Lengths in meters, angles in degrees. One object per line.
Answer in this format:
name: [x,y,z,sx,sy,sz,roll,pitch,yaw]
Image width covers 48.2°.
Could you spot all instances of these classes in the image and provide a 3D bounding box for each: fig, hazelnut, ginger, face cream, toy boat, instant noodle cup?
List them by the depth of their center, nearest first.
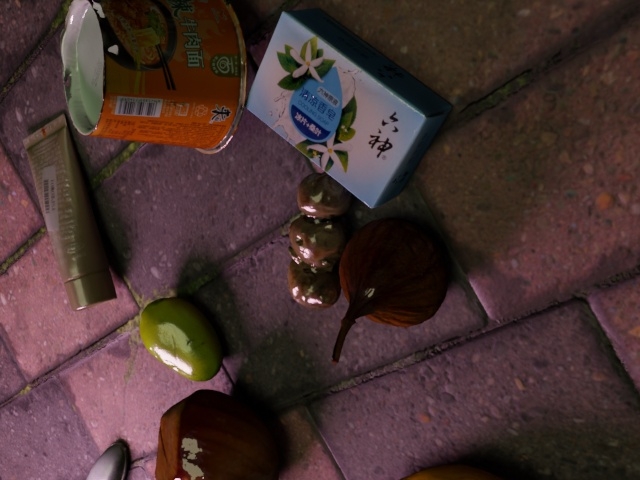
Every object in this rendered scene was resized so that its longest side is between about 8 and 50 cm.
fig: [0.063,0.060,0.893,0.146,0.201,0.134,32,132,29]
instant noodle cup: [-0.231,-0.227,0.956,0.230,0.182,0.230,16,110,53]
ginger: [0.000,0.000,0.982,0.104,0.080,0.204,-135,46,-55]
hazelnut: [-0.171,0.359,1.198,0.181,0.180,0.212,58,134,41]
face cream: [-0.457,-0.045,1.298,0.137,0.084,0.342,-18,88,36]
toy boat: [-0.462,0.530,1.519,0.078,0.085,0.261,33,112,20]

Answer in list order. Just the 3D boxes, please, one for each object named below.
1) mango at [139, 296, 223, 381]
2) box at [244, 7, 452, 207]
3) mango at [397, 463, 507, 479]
mango: [-0.231,0.162,1.212,0.163,0.089,0.117,32,116,7]
box: [0.029,-0.169,0.900,0.232,0.083,0.143,41,125,17]
mango: [0.189,0.391,0.979,0.316,0.119,0.177,-13,108,42]
